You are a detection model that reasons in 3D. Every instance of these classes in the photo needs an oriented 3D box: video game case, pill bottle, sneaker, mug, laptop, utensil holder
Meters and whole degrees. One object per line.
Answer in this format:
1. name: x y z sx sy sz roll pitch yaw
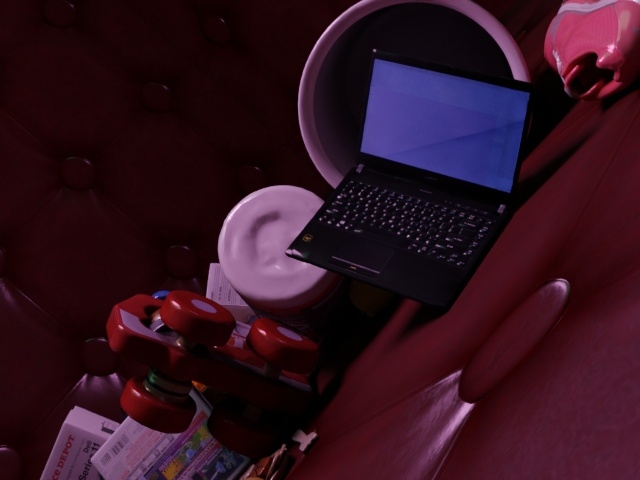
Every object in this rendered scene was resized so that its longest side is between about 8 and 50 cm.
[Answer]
1. video game case: -0.215 0.315 1.559 0.201 0.183 0.023 -48 -20 13
2. pill bottle: -0.034 0.050 1.623 0.176 0.176 0.318 -50 -18 -8
3. sneaker: 0.332 -0.234 1.353 0.136 0.116 0.314 -51 5 -6
4. mug: 0.167 -0.071 1.431 0.097 0.129 0.157 -54 -3 -34
5. laptop: 0.106 -0.081 1.318 0.264 0.234 0.136 -52 -37 -29
6. utensil holder: 0.157 -0.228 1.692 0.327 0.328 0.385 -47 2 15

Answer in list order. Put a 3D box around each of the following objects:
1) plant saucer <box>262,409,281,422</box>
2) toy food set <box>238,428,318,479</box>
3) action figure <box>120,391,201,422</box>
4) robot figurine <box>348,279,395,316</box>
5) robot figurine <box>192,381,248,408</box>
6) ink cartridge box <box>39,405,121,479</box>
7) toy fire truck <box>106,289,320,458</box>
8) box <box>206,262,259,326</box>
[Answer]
1. plant saucer: -0.119 0.295 1.690 0.241 0.037 0.241 -49 5 6
2. toy food set: -0.087 0.301 1.346 0.192 0.038 0.132 -50 5 -11
3. action figure: -0.231 0.288 2.041 0.285 0.099 0.185 -18 0 -30
4. robot figurine: 0.080 0.060 1.568 0.115 0.067 0.101 -60 -15 -57
5. robot figurine: -0.159 0.244 1.711 0.211 0.085 0.291 -47 5 14
6. ink cartridge box: -0.328 0.374 1.706 0.087 0.208 0.153 -97 30 -82
7. toy fire truck: -0.154 0.155 1.509 0.169 0.302 0.254 -66 20 9
8. box: -0.147 0.154 1.878 0.114 0.103 0.203 -91 6 -52
